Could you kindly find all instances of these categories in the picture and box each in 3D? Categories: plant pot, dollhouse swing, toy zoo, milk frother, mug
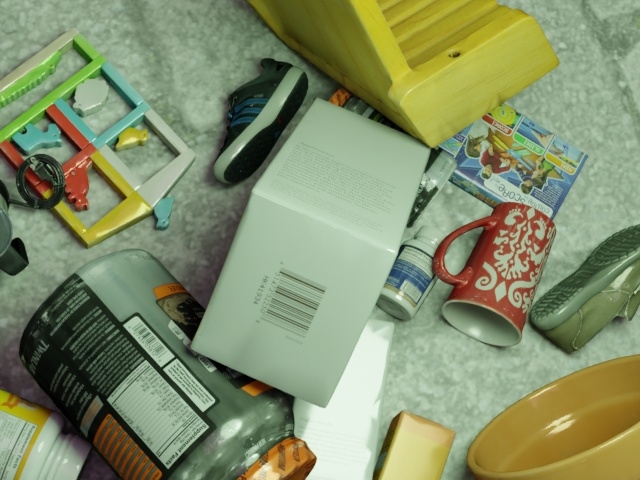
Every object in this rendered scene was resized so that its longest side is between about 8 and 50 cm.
[{"bbox_3d":[0.353,0.295,1.454,0.291,0.291,0.203,-30,97,-17],"label":"plant pot"},{"bbox_3d":[0.078,-0.346,1.500,0.315,0.305,0.347,-34,49,-18],"label":"dollhouse swing"},{"bbox_3d":[-0.304,-0.124,1.577,0.192,0.030,0.293,-41,84,-18],"label":"toy zoo"},{"bbox_3d":[-0.391,-0.045,1.467,0.129,0.135,0.143,32,97,-24],"label":"milk frother"},{"bbox_3d":[0.238,0.031,1.573,0.113,0.150,0.169,8,60,38],"label":"mug"}]

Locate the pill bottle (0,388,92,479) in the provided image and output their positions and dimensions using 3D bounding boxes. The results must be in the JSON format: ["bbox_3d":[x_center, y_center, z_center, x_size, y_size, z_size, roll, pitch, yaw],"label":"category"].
[{"bbox_3d":[-0.385,0.238,1.406,0.215,0.117,0.117,23,71,-3],"label":"pill bottle"}]

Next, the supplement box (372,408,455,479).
[{"bbox_3d":[0.093,0.336,1.484,0.078,0.080,0.233,23,69,-2],"label":"supplement box"}]

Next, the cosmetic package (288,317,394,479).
[{"bbox_3d":[0.017,0.212,1.505,0.117,0.085,0.231,13,69,-6],"label":"cosmetic package"}]

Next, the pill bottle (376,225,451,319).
[{"bbox_3d":[0.125,0.041,1.584,0.067,0.067,0.120,34,70,1],"label":"pill bottle"}]

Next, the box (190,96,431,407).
[{"bbox_3d":[0.000,0.000,1.400,0.168,0.345,0.215,24,115,2],"label":"box"}]

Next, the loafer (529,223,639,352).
[{"bbox_3d":[0.401,0.063,1.626,0.251,0.094,0.087,-35,107,-9],"label":"loafer"}]

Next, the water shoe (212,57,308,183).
[{"bbox_3d":[-0.097,-0.162,1.616,0.080,0.073,0.203,27,65,22],"label":"water shoe"}]

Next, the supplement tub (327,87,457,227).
[{"bbox_3d":[0.078,-0.114,1.597,0.190,0.117,0.117,37,71,2],"label":"supplement tub"}]

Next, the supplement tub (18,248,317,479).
[{"bbox_3d":[-0.175,0.188,1.386,0.207,0.207,0.338,-39,74,-18],"label":"supplement tub"}]

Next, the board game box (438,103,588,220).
[{"bbox_3d":[0.260,-0.115,1.673,0.201,0.035,0.136,32,70,1],"label":"board game box"}]
